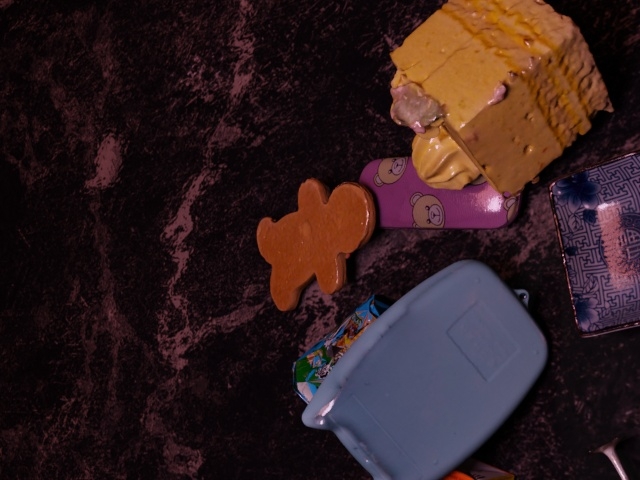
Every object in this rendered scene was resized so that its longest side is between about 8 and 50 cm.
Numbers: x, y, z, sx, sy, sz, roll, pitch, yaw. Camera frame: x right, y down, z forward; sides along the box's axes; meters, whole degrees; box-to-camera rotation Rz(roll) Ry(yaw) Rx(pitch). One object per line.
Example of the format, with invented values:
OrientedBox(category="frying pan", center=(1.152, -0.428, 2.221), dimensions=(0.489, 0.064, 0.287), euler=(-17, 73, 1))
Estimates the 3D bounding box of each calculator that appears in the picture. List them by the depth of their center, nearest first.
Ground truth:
OrientedBox(category="calculator", center=(0.176, 0.205, 1.507), dimensions=(0.386, 0.256, 0.054), euler=(-43, 11, -12))

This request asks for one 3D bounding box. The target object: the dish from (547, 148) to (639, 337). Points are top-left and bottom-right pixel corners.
OrientedBox(category="dish", center=(0.442, 0.006, 1.447), dimensions=(0.182, 0.080, 0.243), euler=(-20, 71, 37))

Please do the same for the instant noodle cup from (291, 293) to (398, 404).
OrientedBox(category="instant noodle cup", center=(0.095, 0.210, 1.639), dimensions=(0.178, 0.240, 0.240), euler=(-50, 56, 17))

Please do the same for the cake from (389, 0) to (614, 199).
OrientedBox(category="cake", center=(0.242, -0.210, 1.498), dimensions=(0.286, 0.227, 0.222), euler=(-41, 47, 3))

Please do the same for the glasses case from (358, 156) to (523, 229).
OrientedBox(category="glasses case", center=(0.191, -0.079, 1.674), dimensions=(0.316, 0.076, 0.123), euler=(1, 86, 41))

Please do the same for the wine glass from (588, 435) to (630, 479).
OrientedBox(category="wine glass", center=(0.448, 0.378, 1.415), dimensions=(0.066, 0.066, 0.198), euler=(-38, 63, 31))

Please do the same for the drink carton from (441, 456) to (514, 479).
OrientedBox(category="drink carton", center=(0.181, 0.517, 1.597), dimensions=(0.154, 0.111, 0.351), euler=(17, 98, 41))

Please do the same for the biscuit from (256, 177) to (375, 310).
OrientedBox(category="biscuit", center=(0.000, 0.000, 1.814), dimensions=(0.339, 0.047, 0.216), euler=(-38, 62, 47))
